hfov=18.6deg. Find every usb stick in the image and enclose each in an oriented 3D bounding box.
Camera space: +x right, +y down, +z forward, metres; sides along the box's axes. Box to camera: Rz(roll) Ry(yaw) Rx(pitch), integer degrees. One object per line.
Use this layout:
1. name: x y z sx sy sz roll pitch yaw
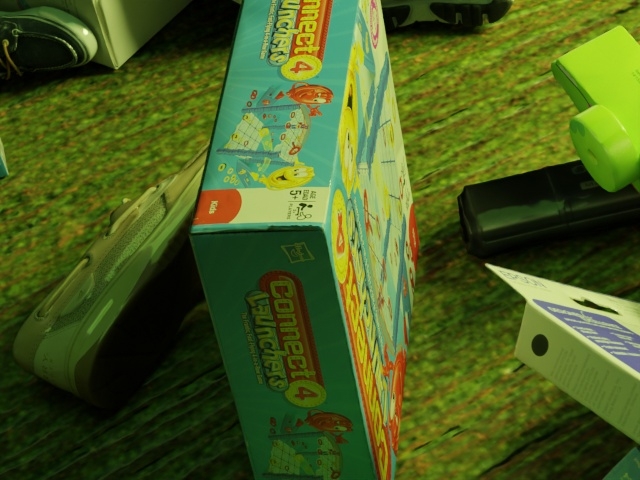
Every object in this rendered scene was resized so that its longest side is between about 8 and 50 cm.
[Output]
1. usb stick: 0.245 -0.042 1.551 0.278 0.045 0.077 -13 36 1

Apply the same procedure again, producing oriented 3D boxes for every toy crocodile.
1. toy crocodile: 0.288 -0.040 1.458 0.115 0.105 0.340 -32 53 -11

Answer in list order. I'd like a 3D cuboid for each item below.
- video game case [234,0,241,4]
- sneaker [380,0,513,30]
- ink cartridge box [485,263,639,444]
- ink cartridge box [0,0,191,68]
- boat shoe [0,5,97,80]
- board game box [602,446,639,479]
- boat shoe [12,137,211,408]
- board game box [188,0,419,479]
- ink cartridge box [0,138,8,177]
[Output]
1. video game case: -0.088 -0.293 1.831 0.201 0.023 0.183 26 40 -19
2. sneaker: 0.080 -0.246 1.796 0.208 0.081 0.094 8 40 12
3. ink cartridge box: 0.229 0.095 1.312 0.208 0.206 0.045 39 107 41
4. ink cartridge box: -0.235 -0.265 1.881 0.212 0.093 0.154 19 52 33
5. boat shoe: -0.297 -0.171 1.823 0.183 0.065 0.083 8 48 32
6. board game box: 0.273 0.229 1.178 0.039 0.160 0.211 -48 39 20
7. boat shoe: -0.129 0.000 1.562 0.098 0.109 0.302 19 57 29
8. board game box: 0.000 0.000 1.376 0.086 0.308 0.302 -2 44 10
9. ink cartridge box: -0.324 -0.070 1.742 0.083 0.028 0.048 -17 42 -3
